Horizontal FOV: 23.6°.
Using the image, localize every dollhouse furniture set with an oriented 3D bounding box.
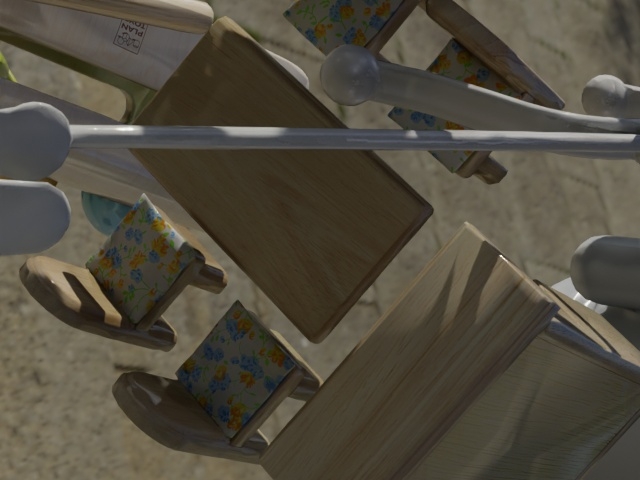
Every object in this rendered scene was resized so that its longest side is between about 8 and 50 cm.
[{"bbox_3d":[0.000,0.000,0.609,0.242,0.212,0.161,45,10,28],"label":"dollhouse furniture set"}]

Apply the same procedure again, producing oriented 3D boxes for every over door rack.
[{"bbox_3d":[0.027,-0.137,0.442,0.324,0.108,0.240,-8,117,-43],"label":"over door rack"}]

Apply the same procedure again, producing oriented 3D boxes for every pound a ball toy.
[{"bbox_3d":[-0.145,-0.079,0.803,0.319,0.208,0.136,19,91,-44],"label":"pound a ball toy"}]

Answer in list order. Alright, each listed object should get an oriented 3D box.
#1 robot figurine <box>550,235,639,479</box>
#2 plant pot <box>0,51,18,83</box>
[{"bbox_3d":[0.255,0.119,0.991,0.200,0.353,0.300,-50,129,-42],"label":"robot figurine"},{"bbox_3d":[-0.401,-0.159,1.300,0.228,0.227,0.207,54,-1,2],"label":"plant pot"}]
